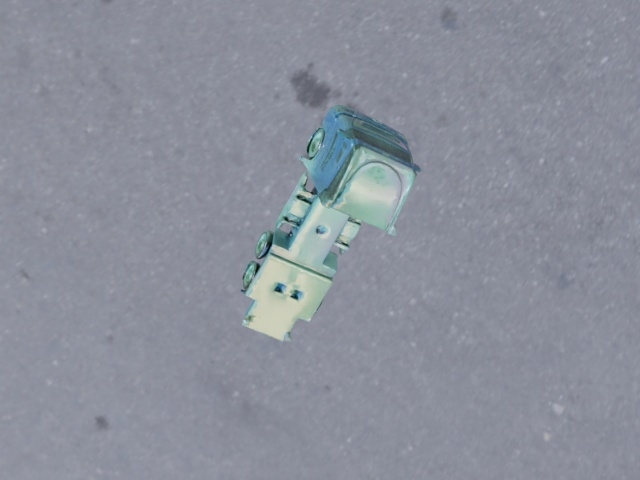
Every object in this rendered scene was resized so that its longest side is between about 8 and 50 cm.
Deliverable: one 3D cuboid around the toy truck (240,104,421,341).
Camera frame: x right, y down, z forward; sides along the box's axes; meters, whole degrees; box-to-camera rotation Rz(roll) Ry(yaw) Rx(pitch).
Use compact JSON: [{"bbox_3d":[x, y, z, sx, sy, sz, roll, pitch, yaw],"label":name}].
[{"bbox_3d":[0.000,0.000,0.727,0.067,0.081,0.175,23,111,-19],"label":"toy truck"}]
